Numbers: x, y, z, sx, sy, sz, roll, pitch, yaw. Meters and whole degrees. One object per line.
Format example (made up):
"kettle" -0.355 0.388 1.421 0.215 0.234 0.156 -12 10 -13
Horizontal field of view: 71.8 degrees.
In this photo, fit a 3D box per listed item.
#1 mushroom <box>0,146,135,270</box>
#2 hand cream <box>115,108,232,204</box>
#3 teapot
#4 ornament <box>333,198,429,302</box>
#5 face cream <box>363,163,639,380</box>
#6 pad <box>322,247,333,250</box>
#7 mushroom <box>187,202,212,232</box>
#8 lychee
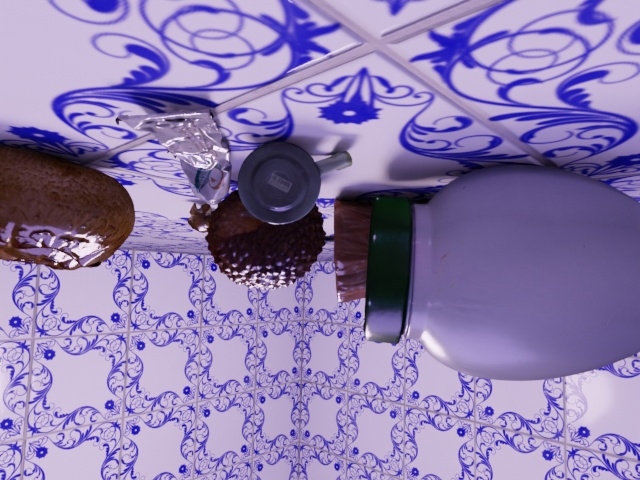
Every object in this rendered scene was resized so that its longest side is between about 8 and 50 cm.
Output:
"mushroom" -0.391 -0.043 0.608 0.253 0.153 0.253 5 166 1
"hand cream" -0.140 -0.092 0.503 0.084 0.050 0.257 0 169 -2
"teapot" -0.030 -0.068 0.526 0.124 0.092 0.091 8 -169 -2
"ornament" 0.134 0.014 0.851 0.217 0.221 0.235 -2 130 3
"face cream" 0.243 0.051 0.613 0.357 0.312 0.219 4 -153 6
"pad" -0.001 0.001 1.652 0.375 0.063 0.315 10 180 25
"mushroom" -0.243 -0.054 0.995 0.060 0.061 0.187 15 -173 2
"lychee" -0.090 0.000 0.717 0.188 0.188 0.188 2 175 0
